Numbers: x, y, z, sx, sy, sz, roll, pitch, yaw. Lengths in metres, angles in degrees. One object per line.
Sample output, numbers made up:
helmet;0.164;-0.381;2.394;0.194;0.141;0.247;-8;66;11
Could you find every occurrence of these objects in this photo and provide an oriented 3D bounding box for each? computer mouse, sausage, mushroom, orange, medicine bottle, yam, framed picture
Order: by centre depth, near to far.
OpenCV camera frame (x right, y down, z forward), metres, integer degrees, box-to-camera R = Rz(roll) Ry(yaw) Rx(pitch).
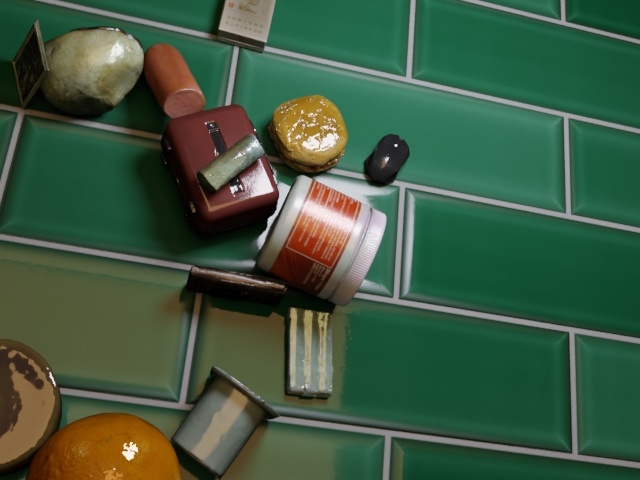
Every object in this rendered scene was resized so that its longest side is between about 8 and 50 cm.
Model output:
orange;-0.432;0.499;1.578;0.312;0.312;0.312;5;69;-13
yam;-0.206;-0.181;1.837;0.068;0.068;0.169;46;65;5
medicine bottle;0.000;0.000;1.902;0.240;0.252;0.253;25;66;-4
framed picture;-0.707;-0.424;1.915;0.011;0.183;0.142;-3;70;-41
mushroom;-0.564;-0.406;1.937;0.267;0.189;0.164;-5;75;-16
sausage;-0.382;-0.412;2.000;0.113;0.114;0.259;-16;48;-19
computer mouse;0.186;-0.228;2.141;0.099;0.057;0.172;34;62;1

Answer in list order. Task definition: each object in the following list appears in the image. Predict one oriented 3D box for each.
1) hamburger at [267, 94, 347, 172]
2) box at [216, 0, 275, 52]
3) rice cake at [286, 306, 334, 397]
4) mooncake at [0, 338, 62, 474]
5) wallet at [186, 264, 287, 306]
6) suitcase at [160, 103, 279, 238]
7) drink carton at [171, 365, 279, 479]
hamburger;-0.029;-0.279;2.082;0.213;0.108;0.214;5;65;-10
box;-0.201;-0.632;2.187;0.141;0.058;0.201;12;68;-10
rice cake;-0.027;0.272;1.911;0.124;0.038;0.211;9;69;-11
mooncake;-0.685;0.352;1.645;0.284;0.155;0.285;4;71;-11
wallet;-0.201;0.111;1.878;0.230;0.124;0.042;9;63;-12
suitcase;-0.247;-0.172;1.951;0.236;0.161;0.297;-18;75;-21
drink carton;-0.222;0.400;1.741;0.185;0.191;0.190;41;72;0
